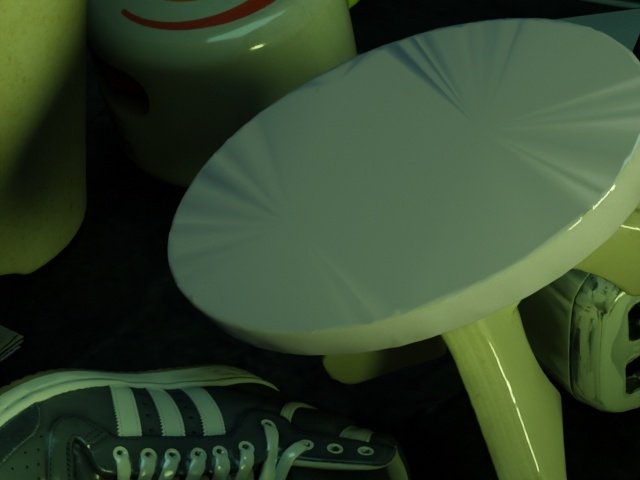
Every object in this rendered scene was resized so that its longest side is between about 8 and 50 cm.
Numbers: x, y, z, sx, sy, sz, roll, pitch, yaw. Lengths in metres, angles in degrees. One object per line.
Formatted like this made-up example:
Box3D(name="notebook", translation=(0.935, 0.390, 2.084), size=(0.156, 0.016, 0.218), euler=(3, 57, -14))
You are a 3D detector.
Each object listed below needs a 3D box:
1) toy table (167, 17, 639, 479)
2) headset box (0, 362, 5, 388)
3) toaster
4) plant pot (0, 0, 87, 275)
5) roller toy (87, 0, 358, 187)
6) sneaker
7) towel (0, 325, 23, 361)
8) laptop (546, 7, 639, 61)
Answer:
Box3D(name="toy table", translation=(0.077, 0.001, 1.057), size=(0.274, 0.161, 0.252), euler=(-7, 57, 32))
Box3D(name="headset box", translation=(-0.311, 0.010, 1.088), size=(0.110, 0.293, 0.218), euler=(19, 42, 32))
Box3D(name="toaster", translation=(0.189, 0.011, 1.193), size=(0.227, 0.129, 0.146), euler=(-18, 37, -21))
Box3D(name="plant pot", translation=(-0.285, -0.137, 1.312), size=(0.334, 0.305, 0.334), euler=(-3, 31, 2))
Box3D(name="roller toy", translation=(-0.072, -0.135, 1.438), size=(0.209, 0.146, 0.191), euler=(1, 42, 17))
Box3D(name="sneaker", translation=(-0.065, 0.132, 1.000), size=(0.153, 0.099, 0.282), euler=(22, 17, 32))
Box3D(name="towel", translation=(-0.238, 0.073, 1.254), size=(0.060, 0.009, 0.083), euler=(24, 41, 36))
Box3D(name="laptop", translation=(0.353, -0.180, 1.374), size=(0.382, 0.236, 0.408), euler=(-8, 32, -7))
